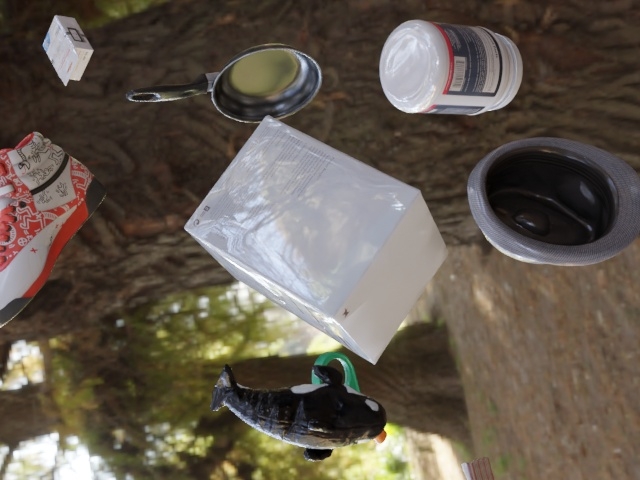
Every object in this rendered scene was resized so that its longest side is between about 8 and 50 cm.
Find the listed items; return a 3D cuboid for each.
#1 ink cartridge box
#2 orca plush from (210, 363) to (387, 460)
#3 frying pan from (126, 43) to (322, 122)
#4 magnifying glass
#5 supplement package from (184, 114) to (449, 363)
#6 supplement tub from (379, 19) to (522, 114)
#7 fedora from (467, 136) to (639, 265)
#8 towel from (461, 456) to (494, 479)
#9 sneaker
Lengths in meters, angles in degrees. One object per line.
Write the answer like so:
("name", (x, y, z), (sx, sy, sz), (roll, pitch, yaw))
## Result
("ink cartridge box", (-0.307, -0.231, 1.123), (0.048, 0.028, 0.083), (-55, 53, 31))
("orca plush", (-0.022, 0.261, 1.437), (0.151, 0.287, 0.102), (-64, 11, -9))
("frying pan", (-0.157, -0.260, 1.609), (0.197, 0.326, 0.053), (70, -175, -62))
("magnifying glass", (0.056, 0.290, 1.658), (0.231, 0.026, 0.092), (53, -127, -29))
("supplement package", (0.000, 0.000, 1.259), (0.199, 0.262, 0.198), (-55, -29, -11))
("supplement tub", (0.280, -0.367, 1.964), (0.191, 0.272, 0.191), (7, 99, 52))
("fedora", (0.371, -0.044, 1.493), (0.124, 0.275, 0.244), (91, -175, -60))
("towel", (0.288, 0.460, 1.622), (0.197, 0.029, 0.144), (27, -133, -67))
("sneaker", (-0.404, -0.021, 1.193), (0.145, 0.090, 0.270), (46, -129, -25))
